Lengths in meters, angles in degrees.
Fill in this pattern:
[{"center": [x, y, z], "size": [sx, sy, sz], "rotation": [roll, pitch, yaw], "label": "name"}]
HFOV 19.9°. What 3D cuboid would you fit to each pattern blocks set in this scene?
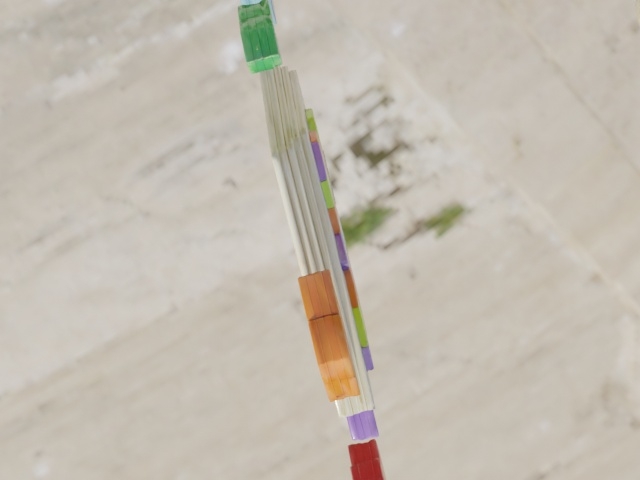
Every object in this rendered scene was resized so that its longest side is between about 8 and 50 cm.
[{"center": [0.000, 0.000, 1.034], "size": [0.026, 0.285, 0.325], "rotation": [-14, 125, 2], "label": "pattern blocks set"}]

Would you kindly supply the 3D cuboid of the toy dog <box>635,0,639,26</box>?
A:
[{"center": [0.142, -0.235, 1.043], "size": [0.333, 0.161, 0.220], "rotation": [27, 146, -18], "label": "toy dog"}]
